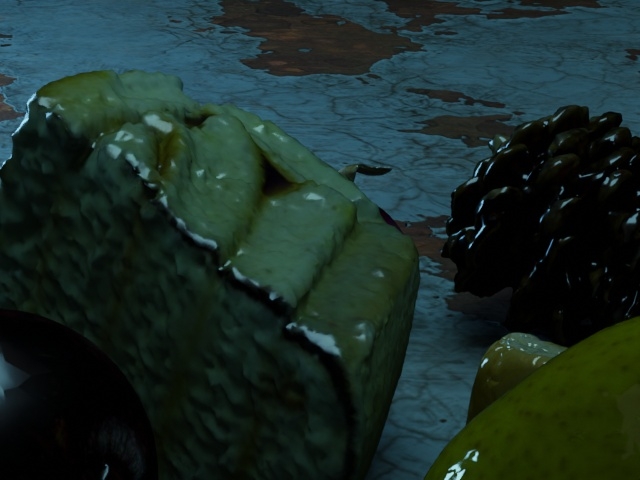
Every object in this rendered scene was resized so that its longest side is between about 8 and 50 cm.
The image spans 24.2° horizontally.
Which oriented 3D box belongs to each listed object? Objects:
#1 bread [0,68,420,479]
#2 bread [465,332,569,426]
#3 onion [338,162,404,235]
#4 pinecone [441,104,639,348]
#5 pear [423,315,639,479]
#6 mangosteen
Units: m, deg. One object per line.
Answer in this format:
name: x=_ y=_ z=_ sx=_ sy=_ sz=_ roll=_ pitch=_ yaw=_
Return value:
bread: x=-0.059 y=0.045 z=1.191 sx=0.395 sy=0.239 sz=0.264 roll=38 pitch=32 yaw=21
bread: x=0.177 y=0.136 z=1.201 sx=0.125 sy=0.106 sz=0.082 roll=17 pitch=26 yaw=39
onion: x=-0.003 y=0.010 z=1.448 sx=0.177 sy=0.153 sz=0.177 roll=-9 pitch=27 yaw=5
pinecone: x=0.241 y=-0.009 z=1.406 sx=0.243 sy=0.243 sz=0.257 roll=-8 pitch=29 yaw=-23
pear: x=0.249 y=0.174 z=0.819 sx=0.386 sy=0.191 sz=0.340 roll=-3 pitch=55 yaw=0
mangosteen: x=-0.238 y=0.152 z=0.990 sx=0.265 sy=0.228 sz=0.228 roll=7 pitch=21 yaw=38
